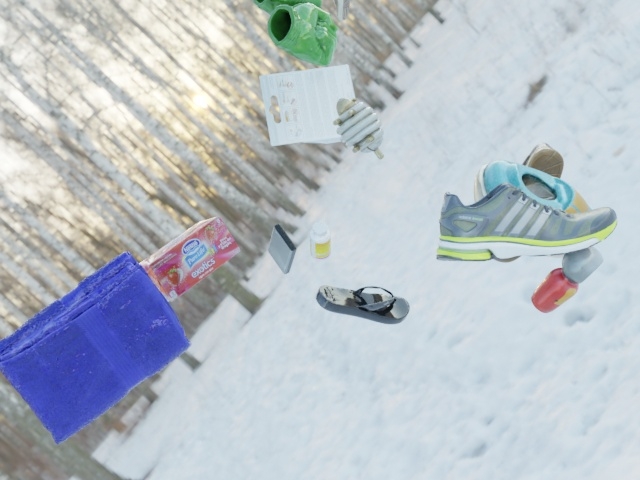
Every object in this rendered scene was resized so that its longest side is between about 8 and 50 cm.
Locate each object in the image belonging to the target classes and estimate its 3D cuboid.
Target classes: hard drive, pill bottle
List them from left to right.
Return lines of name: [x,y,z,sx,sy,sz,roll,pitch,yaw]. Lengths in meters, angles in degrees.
hard drive: [-0.108,0.025,2.307,0.022,0.094,0.135,-26,-23,-25]
pill bottle: [0.000,0.000,1.682,0.043,0.043,0.083,-50,-25,-33]

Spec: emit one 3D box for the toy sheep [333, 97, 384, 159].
toy sheep: [0.072,-0.200,1.476,0.091,0.132,0.091,-31,6,3]

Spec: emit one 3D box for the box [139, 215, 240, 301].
box: [-0.369,0.052,2.260,0.257,0.122,0.128,-38,15,-30]

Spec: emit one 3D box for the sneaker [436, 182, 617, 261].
sneaker: [0.332,-0.036,1.323,0.300,0.121,0.111,-6,4,-5]

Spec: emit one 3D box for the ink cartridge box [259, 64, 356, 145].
ink cartridge box: [-0.026,-0.334,2.053,0.232,0.189,0.066,-10,-7,-6]

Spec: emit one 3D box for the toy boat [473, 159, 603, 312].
toy boat: [0.420,-0.023,1.486,0.148,0.268,0.318,-56,25,39]

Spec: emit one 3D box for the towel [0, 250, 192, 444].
towel: [-0.408,0.195,1.481,0.308,0.227,0.076,-37,18,-16]

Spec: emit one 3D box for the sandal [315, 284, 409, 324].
sandal: [0.111,0.141,1.901,0.054,0.255,0.097,-63,37,25]

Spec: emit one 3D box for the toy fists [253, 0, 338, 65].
toy fists: [-0.045,-0.469,1.711,0.096,0.142,0.279,-46,45,25]

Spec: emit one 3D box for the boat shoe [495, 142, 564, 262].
boat shoe: [0.545,-0.104,2.209,0.123,0.123,0.342,-90,16,-66]

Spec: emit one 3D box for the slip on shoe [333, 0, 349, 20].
slip on shoe: [0.040,-0.562,1.847,0.041,0.135,0.051,0,2,19]
